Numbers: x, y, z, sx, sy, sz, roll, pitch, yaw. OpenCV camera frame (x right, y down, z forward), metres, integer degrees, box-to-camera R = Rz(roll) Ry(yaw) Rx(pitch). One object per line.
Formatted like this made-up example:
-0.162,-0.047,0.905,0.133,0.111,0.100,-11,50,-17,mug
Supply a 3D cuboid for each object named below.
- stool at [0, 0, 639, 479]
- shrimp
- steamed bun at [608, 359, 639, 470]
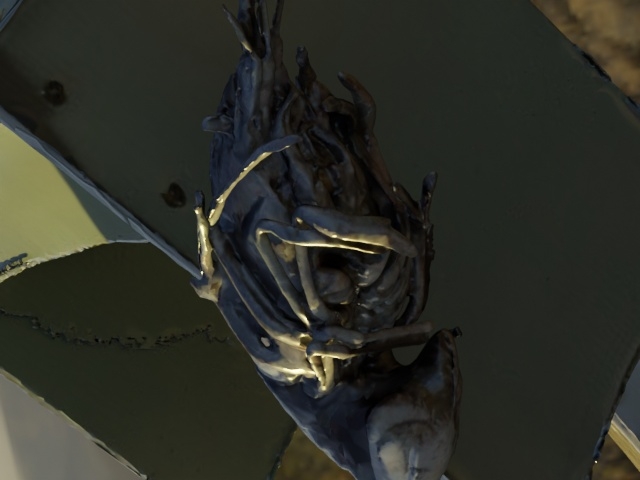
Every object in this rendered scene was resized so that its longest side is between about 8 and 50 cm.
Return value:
-0.036,-0.016,0.654,0.270,0.170,0.244,41,154,-18,stool
0.000,0.000,0.424,0.065,0.056,0.165,25,144,36,shrimp
0.253,0.100,0.958,0.232,0.145,0.232,50,-178,-2,steamed bun
